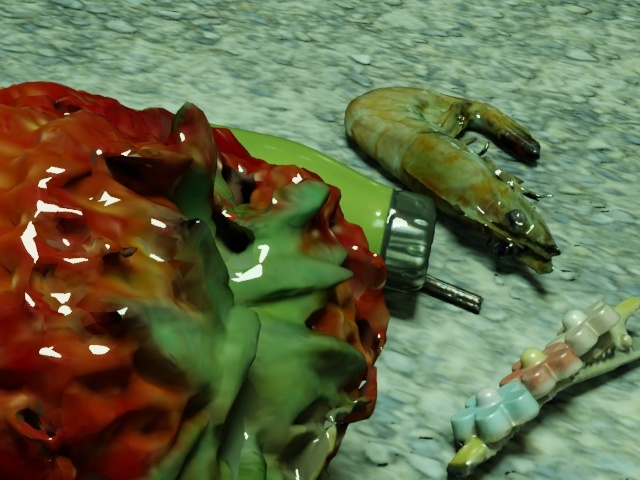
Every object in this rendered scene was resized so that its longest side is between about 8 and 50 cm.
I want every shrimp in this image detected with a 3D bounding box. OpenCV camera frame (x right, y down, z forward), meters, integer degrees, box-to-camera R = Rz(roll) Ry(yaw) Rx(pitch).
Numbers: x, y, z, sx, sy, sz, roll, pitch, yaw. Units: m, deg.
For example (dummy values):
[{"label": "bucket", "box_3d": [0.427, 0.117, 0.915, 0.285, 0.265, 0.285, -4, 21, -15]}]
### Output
[{"label": "shrimp", "box_3d": [0.140, -0.064, 0.914, 0.169, 0.058, 0.296, -12, 37, -27]}]

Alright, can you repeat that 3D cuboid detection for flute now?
[{"label": "flute", "box_3d": [0.000, 0.000, 0.834, 0.270, 0.014, 0.014, 22, 39, 19]}]

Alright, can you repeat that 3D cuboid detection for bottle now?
[{"label": "bottle", "box_3d": [-0.047, -0.021, 0.774, 0.260, 0.112, 0.112, 12, 37, 6]}]

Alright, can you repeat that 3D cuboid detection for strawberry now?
[{"label": "strawberry", "box_3d": [-0.150, 0.062, 0.566, 0.351, 0.267, 0.312, -9, -1, 29]}]

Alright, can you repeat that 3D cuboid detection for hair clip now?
[{"label": "hair clip", "box_3d": [0.152, 0.085, 0.709, 0.214, 0.062, 0.056, -23, 87, -35]}]
